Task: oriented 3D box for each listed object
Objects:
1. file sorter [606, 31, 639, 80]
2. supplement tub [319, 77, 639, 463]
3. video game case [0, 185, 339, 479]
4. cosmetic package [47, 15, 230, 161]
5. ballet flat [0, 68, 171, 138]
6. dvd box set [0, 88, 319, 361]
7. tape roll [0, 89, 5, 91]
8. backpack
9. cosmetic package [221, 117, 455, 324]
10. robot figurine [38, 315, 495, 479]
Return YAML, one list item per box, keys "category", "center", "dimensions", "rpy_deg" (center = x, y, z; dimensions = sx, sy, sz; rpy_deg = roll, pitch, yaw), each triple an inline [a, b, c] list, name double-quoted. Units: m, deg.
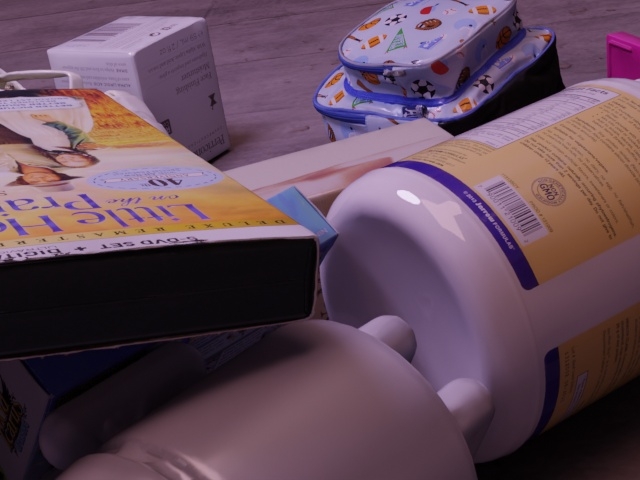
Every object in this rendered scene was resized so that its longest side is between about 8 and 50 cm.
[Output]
- category: "file sorter"
  center: [0.422, -0.082, 1.228]
  dimensions: [0.182, 0.202, 0.291]
  rpy_deg: [-14, 25, -16]
- category: "supplement tub"
  center: [0.192, 0.009, 1.064]
  dimensions: [0.331, 0.241, 0.241]
  rpy_deg: [-24, 28, -28]
- category: "video game case"
  center: [-0.134, 0.096, 1.021]
  dimensions: [0.269, 0.244, 0.061]
  rpy_deg: [-29, 71, -36]
- category: "cosmetic package"
  center: [-0.232, -0.180, 1.702]
  dimensions: [0.151, 0.183, 0.151]
  rpy_deg: [7, 30, 35]
- category: "ballet flat"
  center: [-0.290, -0.134, 1.590]
  dimensions: [0.400, 0.139, 0.139]
  rpy_deg: [17, 35, 26]
- category: "dvd box set"
  center: [-0.230, -0.029, 0.903]
  dimensions: [0.308, 0.062, 0.420]
  rpy_deg: [-6, 21, -26]
- category: "tape roll"
  center: [-0.341, -0.060, 1.347]
  dimensions: [0.392, 0.072, 0.392]
  rpy_deg: [3, -15, 1]
- category: "backpack"
  center: [0.124, -0.167, 1.533]
  dimensions: [0.263, 0.213, 0.276]
  rpy_deg: [0, 27, 44]
- category: "cosmetic package"
  center: [0.000, 0.000, 1.266]
  dimensions: [0.296, 0.153, 0.129]
  rpy_deg: [-17, 24, -13]
- category: "robot figurine"
  center: [-0.039, 0.183, 0.825]
  dimensions: [0.300, 0.199, 0.353]
  rpy_deg: [37, 46, 26]
